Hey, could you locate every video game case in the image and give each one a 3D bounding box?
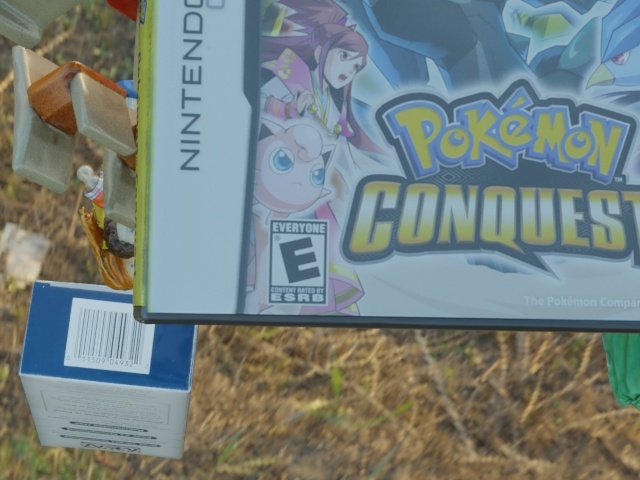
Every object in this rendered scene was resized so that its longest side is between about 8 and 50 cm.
[{"bbox_3d":[0.061,-0.086,0.628,0.275,0.035,0.248,2,87,-12],"label":"video game case"}]

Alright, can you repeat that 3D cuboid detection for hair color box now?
[{"bbox_3d":[-0.226,0.150,1.617,0.174,0.347,0.105,7,70,-5],"label":"hair color box"}]

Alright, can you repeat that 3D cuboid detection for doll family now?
[{"bbox_3d":[-0.106,-0.024,1.228,0.263,0.118,0.163,11,79,-38],"label":"doll family"}]

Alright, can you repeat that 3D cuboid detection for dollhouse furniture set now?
[{"bbox_3d":[-0.081,-0.146,0.834,0.259,0.262,0.135,29,44,-47],"label":"dollhouse furniture set"}]

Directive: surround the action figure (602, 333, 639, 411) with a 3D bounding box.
[{"bbox_3d":[0.378,0.119,1.731,0.063,0.137,0.232,37,39,-30],"label":"action figure"}]
